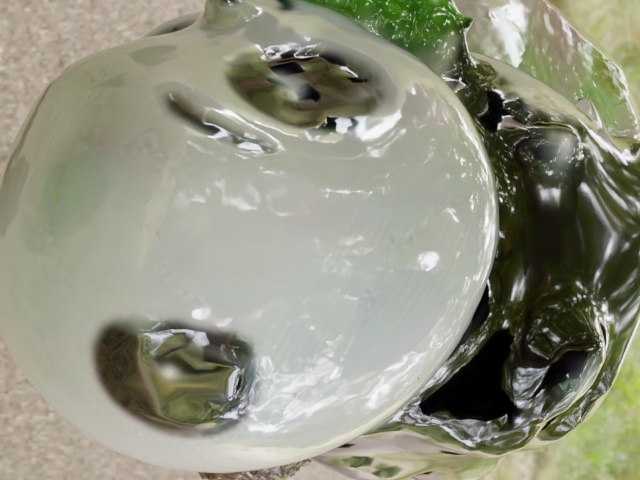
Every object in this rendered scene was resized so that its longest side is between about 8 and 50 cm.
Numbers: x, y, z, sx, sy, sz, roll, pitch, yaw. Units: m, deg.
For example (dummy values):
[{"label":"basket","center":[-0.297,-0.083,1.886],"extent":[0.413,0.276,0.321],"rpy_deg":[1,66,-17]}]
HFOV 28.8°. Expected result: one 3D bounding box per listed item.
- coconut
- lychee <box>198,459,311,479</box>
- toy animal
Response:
[{"label":"coconut","center":[0.098,-0.057,0.775],"extent":[0.236,0.205,0.235],"rpy_deg":[180,-90,-88]},{"label":"lychee","center":[-0.060,0.120,1.087],"extent":[0.194,0.194,0.194],"rpy_deg":[15,72,-59]},{"label":"toy animal","center":[0.003,-0.009,0.507],"extent":[0.267,0.213,0.212],"rpy_deg":[18,70,-47]}]
